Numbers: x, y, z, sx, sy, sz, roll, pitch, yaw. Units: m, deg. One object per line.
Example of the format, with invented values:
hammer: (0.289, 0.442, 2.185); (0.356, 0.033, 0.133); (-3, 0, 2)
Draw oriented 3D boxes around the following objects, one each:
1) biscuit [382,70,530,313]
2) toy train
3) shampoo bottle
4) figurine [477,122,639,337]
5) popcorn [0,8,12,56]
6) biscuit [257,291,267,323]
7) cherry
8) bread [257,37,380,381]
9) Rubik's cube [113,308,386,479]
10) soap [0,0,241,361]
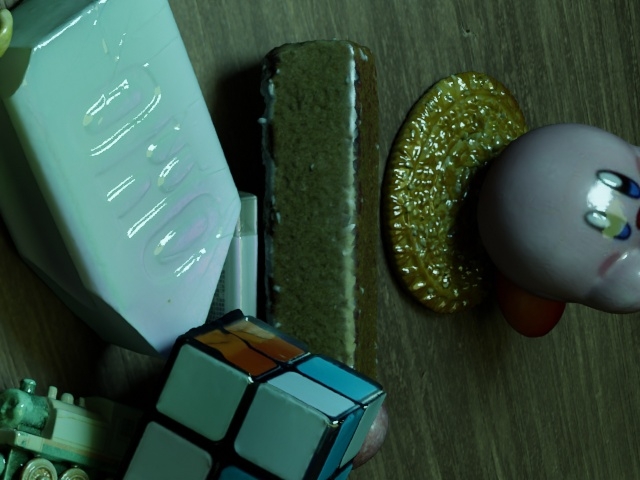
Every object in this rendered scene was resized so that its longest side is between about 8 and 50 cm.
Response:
biscuit: (0.179, -0.058, 2.104); (0.305, 0.038, 0.305); (-13, 108, -48)
toy train: (-0.248, 0.201, 1.622); (0.194, 0.081, 0.125); (28, 68, -50)
shampoo bottle: (-0.103, 0.062, 1.754); (0.056, 0.086, 0.227); (-10, 104, -45)
figurine: (0.288, -0.032, 2.065); (0.211, 0.261, 0.269); (25, 78, -22)
popcorn: (-0.346, -0.169, 1.384); (0.163, 0.140, 0.194); (32, 63, -40)
biscuit: (-0.063, 0.151, 1.862); (0.138, 0.031, 0.205); (-15, 107, -54)
cherry: (0.040, 0.244, 1.962); (0.107, 0.090, 0.225); (-48, 133, -42)
bread: (0.000, 0.000, 1.786); (0.165, 0.113, 0.416); (-7, 97, -78)
Rubik's cube: (-0.064, 0.186, 1.631); (0.167, 0.180, 0.183); (-66, 169, 14)
soap: (-0.197, -0.065, 1.595); (0.208, 0.115, 0.347); (-43, 128, -36)
